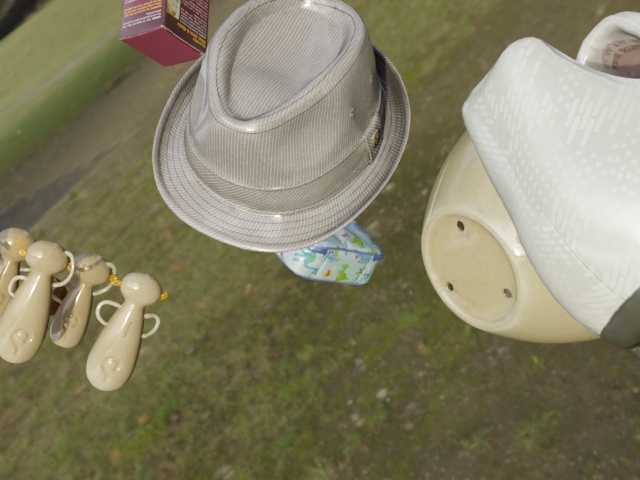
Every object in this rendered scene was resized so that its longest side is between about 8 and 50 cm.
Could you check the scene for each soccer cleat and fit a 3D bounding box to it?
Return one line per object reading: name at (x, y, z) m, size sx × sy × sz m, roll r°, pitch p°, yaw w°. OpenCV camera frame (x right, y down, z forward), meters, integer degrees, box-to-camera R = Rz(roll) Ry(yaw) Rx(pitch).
soccer cleat at (0.199, -0.052, 0.439) m, size 0.331 × 0.143 × 0.116 m, roll -14°, pitch -29°, yaw -41°

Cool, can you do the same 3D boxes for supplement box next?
supplement box at (-0.219, -0.359, 1.419) m, size 0.080 × 0.104 × 0.188 m, roll -8°, pitch 72°, yaw 29°

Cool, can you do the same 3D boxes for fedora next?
fedora at (-0.038, -0.137, 0.944) m, size 0.275 × 0.243 × 0.124 m, roll -53°, pitch -20°, yaw -26°

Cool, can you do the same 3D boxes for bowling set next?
bowling set at (-0.342, 0.047, 1.201) m, size 0.154 × 0.287 × 0.200 m, roll -66°, pitch 20°, yaw 15°

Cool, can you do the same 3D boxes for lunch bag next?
lunch bag at (0.000, 0.000, 1.925) m, size 0.176 × 0.219 × 0.090 m, roll 49°, pitch 118°, yaw 40°

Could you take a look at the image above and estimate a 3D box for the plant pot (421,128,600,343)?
plant pot at (0.213, -0.008, 1.005) m, size 0.191 × 0.284 × 0.284 m, roll -27°, pitch 10°, yaw -31°
